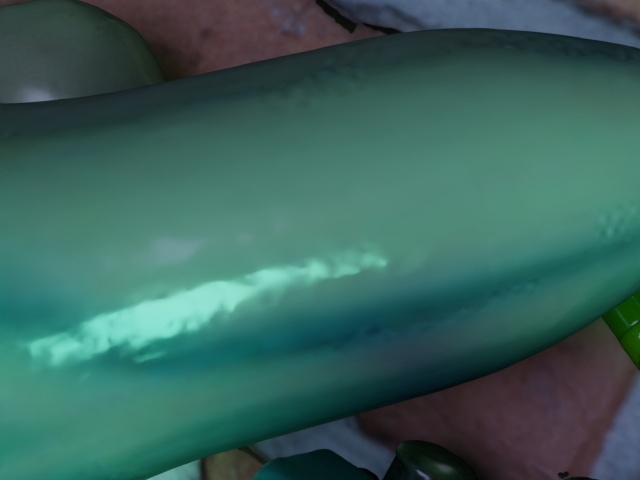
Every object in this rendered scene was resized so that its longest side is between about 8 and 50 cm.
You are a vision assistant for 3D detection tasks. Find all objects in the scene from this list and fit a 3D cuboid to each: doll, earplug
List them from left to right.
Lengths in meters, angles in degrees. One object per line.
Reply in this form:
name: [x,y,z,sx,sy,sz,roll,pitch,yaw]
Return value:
doll: [-0.165,-0.066,0.740,0.275,0.113,0.154,11,101,25]
earplug: [0.000,0.000,0.567,0.324,0.185,0.185,-13,79,4]

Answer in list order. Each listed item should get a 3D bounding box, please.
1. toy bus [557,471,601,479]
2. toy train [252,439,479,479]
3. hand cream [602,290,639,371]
toy bus: [0.078,0.177,0.439,0.152,0.330,0.144,26,101,27]
toy train: [0.000,0.179,0.591,0.107,0.154,0.197,30,102,27]
hand cream: [0.156,0.070,0.575,0.122,0.023,0.036,56,134,21]
